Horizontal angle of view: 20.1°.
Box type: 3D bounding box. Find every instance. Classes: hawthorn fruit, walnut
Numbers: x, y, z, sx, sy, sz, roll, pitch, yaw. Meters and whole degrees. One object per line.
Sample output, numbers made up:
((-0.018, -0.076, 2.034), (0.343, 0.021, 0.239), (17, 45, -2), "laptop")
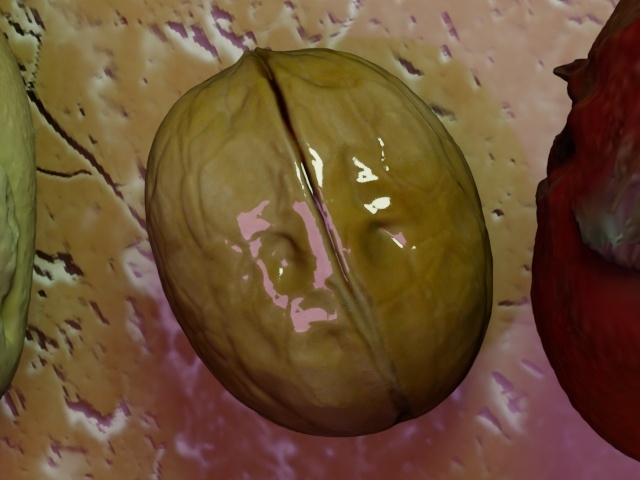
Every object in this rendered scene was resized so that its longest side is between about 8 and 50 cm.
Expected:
((0.246, -0.007, 0.796), (0.307, 0.265, 0.265), (12, 102, 7), "hawthorn fruit")
((0.000, 0.000, 0.916), (0.167, 0.167, 0.207), (-21, 94, 18), "walnut")

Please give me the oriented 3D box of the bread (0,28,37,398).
((-0.335, -0.018, 0.927), (0.376, 0.348, 0.253), (-9, 56, 22), "bread")
